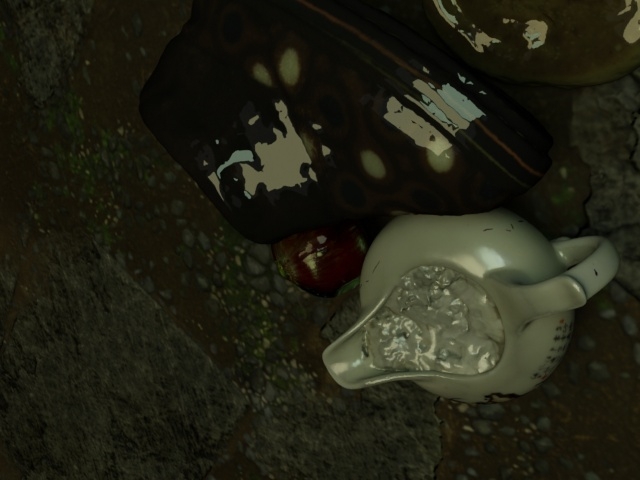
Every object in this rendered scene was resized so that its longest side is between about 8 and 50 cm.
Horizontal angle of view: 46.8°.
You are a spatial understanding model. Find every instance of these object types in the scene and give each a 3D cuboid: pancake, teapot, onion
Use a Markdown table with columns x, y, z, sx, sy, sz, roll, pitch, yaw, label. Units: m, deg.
| x | y | z | sx | sy | sz | roll | pitch | yaw | label |
| --- | --- | --- | --- | --- | --- | --- | --- | --- | --- |
| 0.175 | -0.230 | 0.600 | 0.241 | 0.050 | 0.242 | 18 | 121 | 33 | pancake |
| 0.141 | 0.056 | 0.696 | 0.299 | 0.165 | 0.209 | -32 | 81 | 50 | teapot |
| 0.000 | 0.000 | 0.800 | 0.117 | 0.118 | 0.119 | -5 | 108 | 53 | onion |

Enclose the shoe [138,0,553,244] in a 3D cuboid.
| x | y | z | sx | sy | sz | roll | pitch | yaw | label |
| --- | --- | --- | --- | --- | --- | --- | --- | --- | --- |
| 0.000 | -0.097 | 0.677 | 0.384 | 0.171 | 0.237 | 35 | 105 | 23 | shoe |
